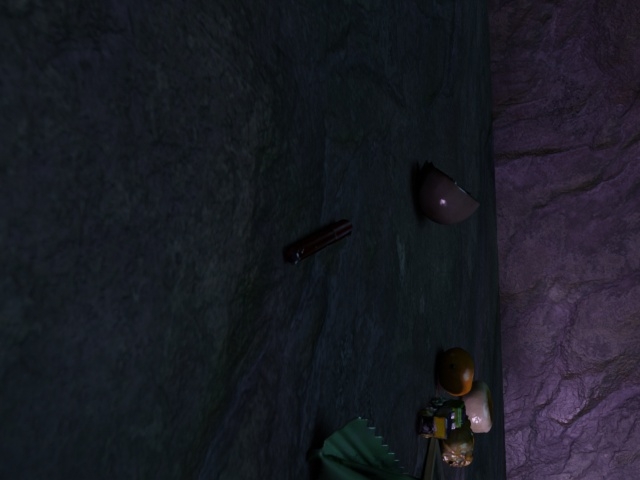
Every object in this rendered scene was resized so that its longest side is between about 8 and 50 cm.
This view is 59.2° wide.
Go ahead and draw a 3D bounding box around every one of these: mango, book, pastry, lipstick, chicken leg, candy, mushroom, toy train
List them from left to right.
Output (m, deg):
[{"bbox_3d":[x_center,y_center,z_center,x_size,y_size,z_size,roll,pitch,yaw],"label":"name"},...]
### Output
[{"bbox_3d":[0.000,0.000,0.732,0.176,0.027,0.027,-27,113,-63],"label":"lipstick"},{"bbox_3d":[0.117,0.445,0.666,0.263,0.172,0.398,52,6,-48],"label":"candy"},{"bbox_3d":[0.246,0.610,1.251,0.283,0.025,0.215,-63,145,-52],"label":"book"},{"bbox_3d":[0.281,-0.098,1.292,0.117,0.141,0.188,-57,143,3],"label":"mushroom"},{"bbox_3d":[0.277,0.398,1.270,0.202,0.081,0.060,6,83,-66],"label":"toy train"},{"bbox_3d":[0.348,0.326,1.436,0.165,0.089,0.115,-46,131,-63],"label":"mango"},{"bbox_3d":[0.356,0.517,1.458,0.227,0.088,0.103,0,78,-73],"label":"chicken leg"},{"bbox_3d":[0.473,0.505,1.711,0.156,0.091,0.157,-1,90,-70],"label":"pastry"}]
